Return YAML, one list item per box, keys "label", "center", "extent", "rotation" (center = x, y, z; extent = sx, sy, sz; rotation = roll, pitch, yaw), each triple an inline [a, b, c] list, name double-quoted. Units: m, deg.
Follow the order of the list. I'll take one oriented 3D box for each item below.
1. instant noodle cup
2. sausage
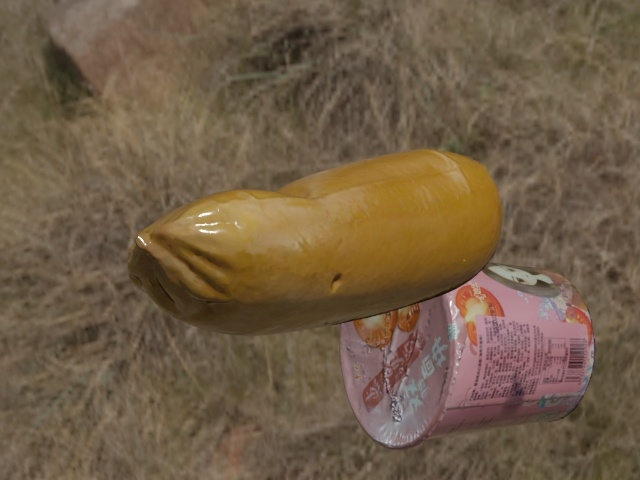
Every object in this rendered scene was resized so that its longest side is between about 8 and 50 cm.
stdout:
- label: "instant noodle cup"
  center: [0.179, 0.123, 1.617]
  extent: [0.231, 0.243, 0.243]
  rotation: [1, 45, -30]
- label: "sausage"
  center: [0.001, 0.005, 0.963]
  extent: [0.354, 0.134, 0.116]
  rotation: [-12, 85, -50]
